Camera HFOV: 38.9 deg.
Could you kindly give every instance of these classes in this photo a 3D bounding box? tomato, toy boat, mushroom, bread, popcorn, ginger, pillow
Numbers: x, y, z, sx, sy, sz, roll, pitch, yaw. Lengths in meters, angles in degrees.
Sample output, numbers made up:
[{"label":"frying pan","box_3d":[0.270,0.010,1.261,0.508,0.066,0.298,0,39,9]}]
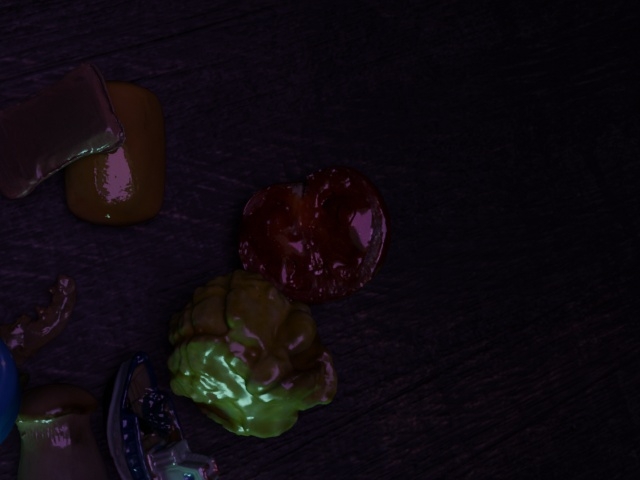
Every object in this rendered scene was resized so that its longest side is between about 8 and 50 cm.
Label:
[{"label":"tomato","box_3d":[0.000,0.000,1.390,0.233,0.139,0.200,-12,81,13]},{"label":"toy boat","box_3d":[-0.221,0.284,1.277,0.115,0.114,0.262,-24,90,21]},{"label":"mushroom","box_3d":[-0.342,0.398,1.220,0.137,0.154,0.407,-13,87,23]},{"label":"bread","box_3d":[-0.294,-0.128,1.313,0.147,0.098,0.217,-1,87,-24]},{"label":"popcorn","box_3d":[-0.108,0.161,1.290,0.195,0.255,0.256,-48,138,-54]},{"label":"ginger","box_3d":[-0.407,0.123,1.274,0.173,0.051,0.069,-42,105,-24]},{"label":"pillow","box_3d":[-0.378,-0.151,1.261,0.211,0.034,0.135,-25,83,11]}]

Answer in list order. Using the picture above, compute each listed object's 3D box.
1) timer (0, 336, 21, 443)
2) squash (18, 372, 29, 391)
[{"label":"timer","box_3d":[-0.557,0.190,1.094,0.340,0.115,0.309,-28,57,-30]},{"label":"squash","box_3d":[-0.520,0.289,1.175,0.288,0.111,0.203,-4,88,-19]}]
